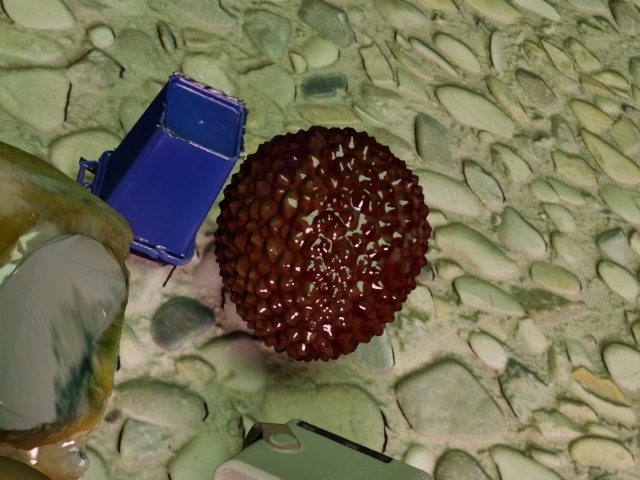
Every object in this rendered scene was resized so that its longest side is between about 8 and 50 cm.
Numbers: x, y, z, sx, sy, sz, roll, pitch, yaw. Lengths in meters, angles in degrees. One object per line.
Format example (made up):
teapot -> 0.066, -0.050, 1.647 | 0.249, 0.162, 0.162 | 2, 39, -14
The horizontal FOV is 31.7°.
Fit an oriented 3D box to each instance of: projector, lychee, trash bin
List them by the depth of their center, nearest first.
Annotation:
projector -> -0.012, 0.317, 1.286 | 0.242, 0.163, 0.177 | 19, 17, 25
trash bin -> -0.211, -0.097, 1.504 | 0.184, 0.234, 0.163 | 22, 45, -21
lychee -> 0.000, 0.000, 1.526 | 0.306, 0.306, 0.330 | 25, 36, -17

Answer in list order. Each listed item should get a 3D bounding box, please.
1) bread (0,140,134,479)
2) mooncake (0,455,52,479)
bread -> -0.321, 0.057, 1.176 | 0.239, 0.264, 0.395 | 17, 72, -30
mooncake -> -0.369, 0.292, 0.883 | 0.467, 0.467, 0.262 | 46, 44, 7
